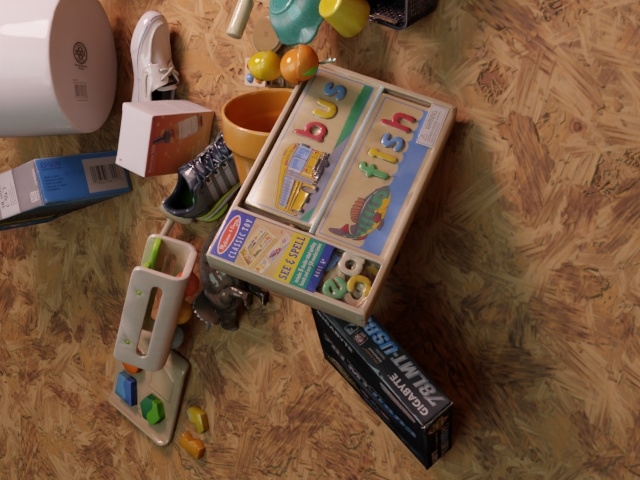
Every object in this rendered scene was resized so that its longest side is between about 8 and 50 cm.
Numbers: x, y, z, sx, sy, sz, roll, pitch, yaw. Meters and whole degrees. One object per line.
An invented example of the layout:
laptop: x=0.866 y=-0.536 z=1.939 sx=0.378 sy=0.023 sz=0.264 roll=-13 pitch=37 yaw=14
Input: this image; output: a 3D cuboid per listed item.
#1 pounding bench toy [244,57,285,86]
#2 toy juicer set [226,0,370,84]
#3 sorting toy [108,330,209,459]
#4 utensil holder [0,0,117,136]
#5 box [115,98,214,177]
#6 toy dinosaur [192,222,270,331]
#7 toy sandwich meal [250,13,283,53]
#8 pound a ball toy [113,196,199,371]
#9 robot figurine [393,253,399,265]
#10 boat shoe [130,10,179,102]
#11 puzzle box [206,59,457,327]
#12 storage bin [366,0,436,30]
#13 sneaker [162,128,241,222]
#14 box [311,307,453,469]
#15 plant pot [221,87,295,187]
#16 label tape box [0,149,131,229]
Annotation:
pounding bench toy: x=-0.095 y=-0.316 z=1.840 sx=0.083 sy=0.065 sz=0.052 roll=12 pitch=106 yaw=36
toy juicer set: x=-0.056 y=-0.372 z=1.694 sx=0.209 sy=0.089 sz=0.329 roll=-57 pitch=42 yaw=10
sorting toy: x=-0.365 y=0.349 z=2.203 sx=0.307 sy=0.041 sz=0.229 roll=32 pitch=117 yaw=30
utensil holder: x=-0.667 y=-0.376 z=2.057 sx=0.385 sy=0.327 sz=0.328 roll=0 pitch=99 yaw=14
box: x=-0.312 y=-0.208 z=1.968 sx=0.091 sy=0.170 sz=0.130 roll=26 pitch=115 yaw=33
toy dinosaur: x=-0.188 y=0.056 z=1.955 sx=0.160 sy=0.121 sz=0.314 roll=7 pitch=107 yaw=25
toy sandwich meal: x=-0.096 y=-0.388 z=1.853 sx=0.085 sy=0.029 sz=0.086 roll=2 pitch=93 yaw=35
pound a ball toy: x=-0.324 y=0.095 z=2.070 sx=0.135 sy=0.208 sz=0.319 roll=18 pitch=126 yaw=-4
robot figurine: x=0.001 y=-0.002 z=1.685 sx=0.209 sy=0.278 sz=0.174 roll=-53 pitch=48 yaw=54
boat shoe: x=-0.335 y=-0.333 z=2.014 sx=0.088 sy=0.096 sz=0.268 roll=24 pitch=114 yaw=29
puzzle box: x=0.025 y=-0.090 z=1.576 sx=0.272 sy=0.409 sz=0.052 roll=20 pitch=157 yaw=12
storage bin: x=0.118 y=-0.449 z=1.591 sx=0.122 sy=0.084 sz=0.180 roll=28 pitch=137 yaw=32
sneaker: x=-0.206 y=-0.141 z=1.927 sx=0.111 sy=0.121 sz=0.300 roll=48 pitch=124 yaw=21
box: x=0.106 y=0.232 z=1.669 sx=0.295 sy=0.073 sz=0.293 roll=47 pitch=168 yaw=23
plant pot: x=-0.075 y=-0.153 z=1.786 sx=0.205 sy=0.205 sz=0.188 roll=24 pitch=128 yaw=33
label tape box: x=-0.627 y=-0.107 z=2.196 sx=0.333 sy=0.240 sz=0.106 roll=-14 pitch=90 yaw=40
